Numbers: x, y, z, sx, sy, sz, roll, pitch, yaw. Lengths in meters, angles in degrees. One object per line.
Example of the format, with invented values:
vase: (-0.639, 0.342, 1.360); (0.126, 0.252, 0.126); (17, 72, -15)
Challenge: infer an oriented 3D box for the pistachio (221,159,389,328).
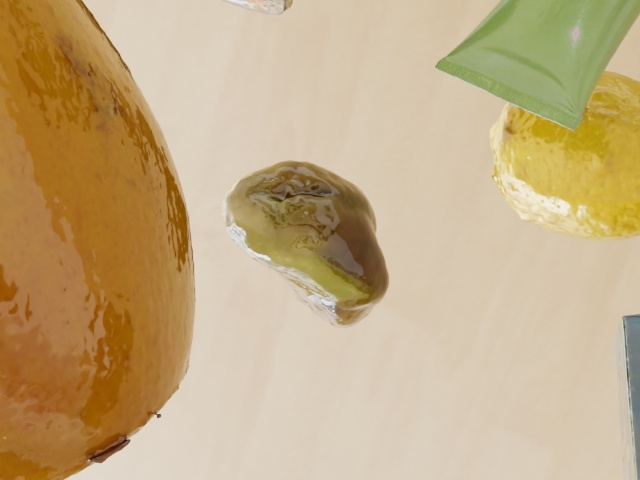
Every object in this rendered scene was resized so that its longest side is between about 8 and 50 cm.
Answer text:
pistachio: (0.002, -0.002, 1.494); (0.100, 0.189, 0.110); (-7, 53, 40)

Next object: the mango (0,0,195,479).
mango: (-0.145, -0.035, 0.680); (0.138, 0.187, 0.257); (3, 124, 48)

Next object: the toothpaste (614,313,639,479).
toothpaste: (0.138, 0.123, 0.677); (0.044, 0.070, 0.193); (-4, 75, 5)

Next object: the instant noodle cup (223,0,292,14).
instant noodle cup: (-0.081, -0.276, 1.068); (0.251, 0.251, 0.190); (28, 86, 22)

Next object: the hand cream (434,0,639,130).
hand cream: (0.154, -0.144, 1.091); (0.095, 0.046, 0.175); (27, 66, 21)

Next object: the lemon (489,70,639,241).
lemon: (0.184, -0.056, 1.216); (0.155, 0.114, 0.114); (11, 100, 23)
